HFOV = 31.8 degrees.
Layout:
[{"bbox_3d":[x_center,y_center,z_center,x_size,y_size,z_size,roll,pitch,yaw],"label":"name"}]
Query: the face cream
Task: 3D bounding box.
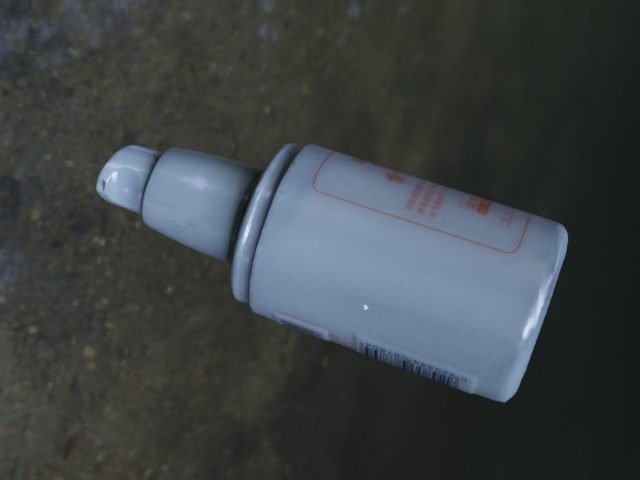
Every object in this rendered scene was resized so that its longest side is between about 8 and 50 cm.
[{"bbox_3d":[0.000,0.000,0.613,0.101,0.252,0.101,19,90,-79],"label":"face cream"}]
